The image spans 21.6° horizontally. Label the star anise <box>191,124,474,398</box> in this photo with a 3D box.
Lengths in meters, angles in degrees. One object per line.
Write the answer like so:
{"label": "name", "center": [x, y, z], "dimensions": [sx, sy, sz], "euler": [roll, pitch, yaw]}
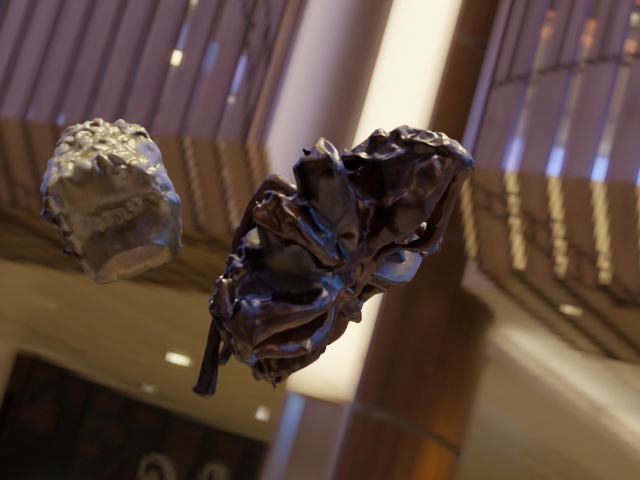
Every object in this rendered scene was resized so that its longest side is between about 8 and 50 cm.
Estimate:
{"label": "star anise", "center": [0.000, 0.000, 1.169], "dimensions": [0.126, 0.220, 0.190], "euler": [51, -31, 9]}

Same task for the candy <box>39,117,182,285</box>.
{"label": "candy", "center": [-0.136, -0.029, 1.110], "dimensions": [0.085, 0.095, 0.110], "euler": [-20, 21, 3]}
